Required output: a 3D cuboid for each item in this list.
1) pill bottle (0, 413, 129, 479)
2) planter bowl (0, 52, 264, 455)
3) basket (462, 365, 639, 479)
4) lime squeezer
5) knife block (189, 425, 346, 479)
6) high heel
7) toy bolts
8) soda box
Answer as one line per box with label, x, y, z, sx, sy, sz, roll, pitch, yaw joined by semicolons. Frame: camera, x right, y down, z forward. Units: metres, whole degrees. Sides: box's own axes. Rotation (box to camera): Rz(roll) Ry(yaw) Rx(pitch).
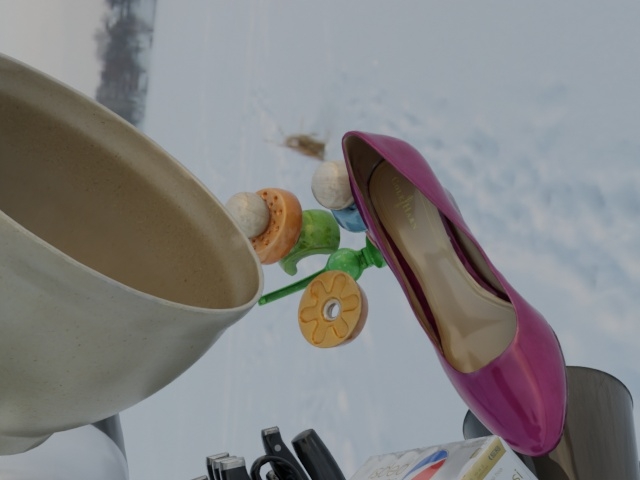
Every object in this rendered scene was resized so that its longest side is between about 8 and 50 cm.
pill bottle;-0.213;0.126;0.652;0.283;0.161;0.161;-115;30;-47
planter bowl;-0.119;0.013;0.389;0.109;0.162;0.162;-51;21;14
basket;0.268;0.269;1.095;0.227;0.204;0.154;-86;-20;-60
lime squeezer;0.041;0.035;1.443;0.310;0.110;0.059;-30;92;41
knife block;0.024;0.253;0.647;0.275;0.088;0.242;41;153;38
high heel;0.123;0.048;1.030;0.127;0.181;0.377;-41;49;18
toy bolts;0.000;0.000;1.225;0.228;0.158;0.218;-33;56;26
soda box;0.082;0.207;0.767;0.074;0.069;0.216;-43;4;-27
